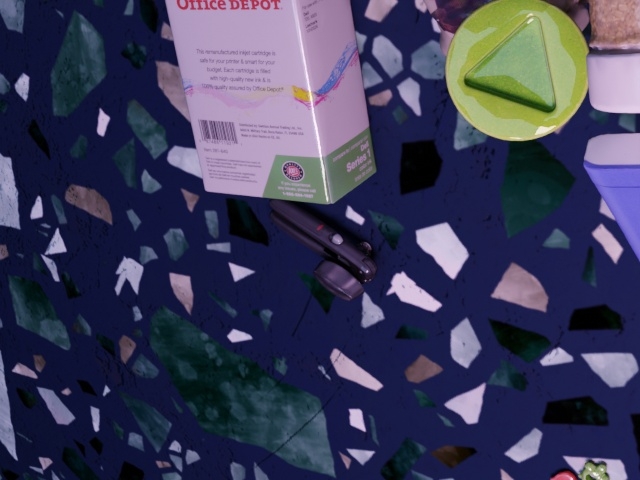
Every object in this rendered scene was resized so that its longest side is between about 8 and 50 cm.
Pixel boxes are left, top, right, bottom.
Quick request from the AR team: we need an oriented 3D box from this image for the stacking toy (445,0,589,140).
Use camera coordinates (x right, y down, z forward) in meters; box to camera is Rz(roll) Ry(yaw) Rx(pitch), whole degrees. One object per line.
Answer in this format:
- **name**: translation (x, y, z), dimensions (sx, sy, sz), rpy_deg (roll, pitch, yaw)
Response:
- **stacking toy**: translation (0.246, -0.241, 1.121), dimensions (0.279, 0.130, 0.309), rpy_deg (-13, 100, 17)

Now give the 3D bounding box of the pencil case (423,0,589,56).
- **pencil case**: translation (0.136, -0.381, 1.189), dimensions (0.183, 0.160, 0.410), rpy_deg (3, 118, 64)

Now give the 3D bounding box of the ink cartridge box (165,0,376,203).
- **ink cartridge box**: translation (-0.060, -0.198, 1.474), dimensions (0.201, 0.117, 0.278), rpy_deg (7, 119, 35)

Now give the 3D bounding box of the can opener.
- **can opener**: translation (0.000, 0.000, 1.582), dimensions (0.186, 0.073, 0.059), rpy_deg (42, 141, 24)

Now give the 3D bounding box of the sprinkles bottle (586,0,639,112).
- **sprinkles bottle**: translation (0.267, -0.285, 0.972), dimensions (0.121, 0.121, 0.355), rpy_deg (3, 105, 37)

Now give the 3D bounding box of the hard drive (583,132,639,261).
- **hard drive**: translation (0.399, -0.001, 1.144), dimensions (0.210, 0.040, 0.319), rpy_deg (1, 152, 33)

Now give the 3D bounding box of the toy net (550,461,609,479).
- **toy net**: translation (0.307, 0.373, 1.559), dimensions (0.122, 0.045, 0.232), rpy_deg (51, 134, 3)
